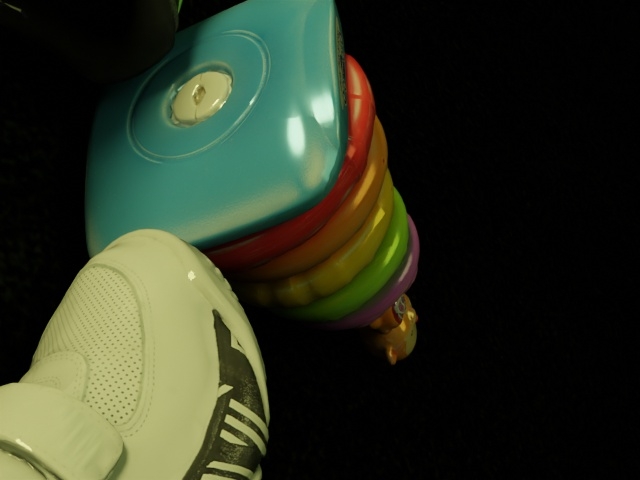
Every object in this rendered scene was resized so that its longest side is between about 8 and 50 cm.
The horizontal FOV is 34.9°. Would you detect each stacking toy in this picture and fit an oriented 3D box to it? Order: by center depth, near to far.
[{"bbox_3d":[0.000,0.000,0.664,0.302,0.165,0.175,51,29,-45],"label":"stacking toy"}]

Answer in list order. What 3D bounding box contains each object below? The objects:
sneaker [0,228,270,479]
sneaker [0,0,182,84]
[{"bbox_3d":[-0.143,0.110,0.371,0.210,0.137,0.366,41,43,-35],"label":"sneaker"},{"bbox_3d":[-0.224,-0.219,0.442,0.482,0.185,0.202,22,48,-44],"label":"sneaker"}]
